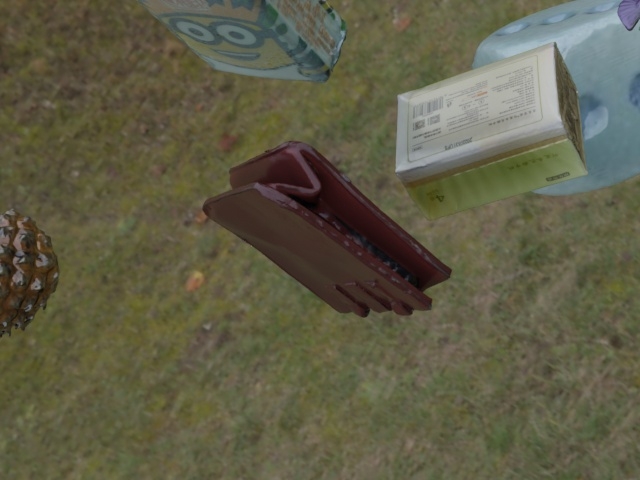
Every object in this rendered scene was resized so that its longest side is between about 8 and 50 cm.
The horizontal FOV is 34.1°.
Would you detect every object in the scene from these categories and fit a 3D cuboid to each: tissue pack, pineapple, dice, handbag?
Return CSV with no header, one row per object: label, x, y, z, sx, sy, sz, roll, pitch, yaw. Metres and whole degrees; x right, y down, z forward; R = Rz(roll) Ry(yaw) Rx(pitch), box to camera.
tissue pack,0.224,-0.143,1.391,0.234,0.125,0.159,-17,47,25
pineapple,-0.438,0.052,1.340,0.193,0.166,0.166,-26,23,-34
tissue pack,-0.127,-0.352,1.522,0.228,0.311,0.128,10,76,27
dice,0.424,-0.242,1.721,0.263,0.264,0.268,-23,17,-7
handbag,0.000,-0.001,1.339,0.084,0.275,0.260,-58,16,-19

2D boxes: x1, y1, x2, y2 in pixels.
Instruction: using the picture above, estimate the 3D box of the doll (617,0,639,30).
doll,0.397,-0.294,1.197,0.115,0.050,0.190,-21,39,44
